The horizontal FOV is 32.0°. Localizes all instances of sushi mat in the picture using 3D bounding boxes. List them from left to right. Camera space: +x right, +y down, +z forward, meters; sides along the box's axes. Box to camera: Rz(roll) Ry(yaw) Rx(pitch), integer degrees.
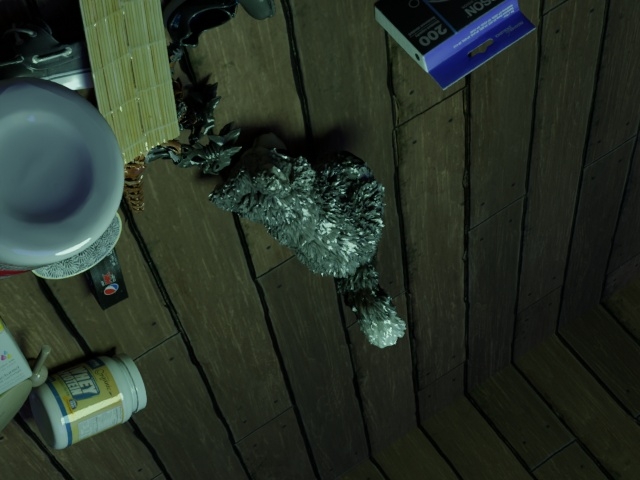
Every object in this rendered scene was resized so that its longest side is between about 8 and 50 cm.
[{"bbox_3d":[-0.275,-0.267,1.599,0.151,0.019,0.317,-34,130,-41],"label":"sushi mat"}]

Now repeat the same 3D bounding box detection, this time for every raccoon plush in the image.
[{"bbox_3d":[0.000,0.000,2.050,0.216,0.446,0.299,-40,167,30],"label":"raccoon plush"}]

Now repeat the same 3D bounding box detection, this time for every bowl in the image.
[{"bbox_3d":[-0.426,-0.022,1.863,0.170,0.080,0.170,-27,148,-19],"label":"bowl"}]

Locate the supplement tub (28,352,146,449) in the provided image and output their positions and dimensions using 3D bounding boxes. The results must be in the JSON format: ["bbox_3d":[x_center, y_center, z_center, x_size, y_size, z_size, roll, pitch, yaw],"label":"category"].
[{"bbox_3d":[-0.464,0.316,2.224,0.199,0.144,0.144,-21,146,-29],"label":"supplement tub"}]

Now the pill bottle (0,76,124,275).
[{"bbox_3d":[-0.434,-0.064,1.485,0.229,0.229,0.407,-19,-176,-31],"label":"pill bottle"}]

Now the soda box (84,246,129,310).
[{"bbox_3d":[-0.397,0.054,2.027,0.060,0.053,0.169,-28,148,-18],"label":"soda box"}]

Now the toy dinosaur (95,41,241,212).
[{"bbox_3d":[-0.264,-0.185,1.801,0.218,0.164,0.322,-2,154,-27],"label":"toy dinosaur"}]

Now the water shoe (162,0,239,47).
[{"bbox_3d":[-0.143,-0.369,1.697,0.203,0.080,0.073,-40,151,1],"label":"water shoe"}]

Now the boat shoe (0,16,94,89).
[{"bbox_3d":[-0.400,-0.258,1.545,0.301,0.108,0.102,-14,122,-36],"label":"boat shoe"}]

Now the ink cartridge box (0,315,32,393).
[{"bbox_3d":[-0.638,0.168,1.843,0.226,0.131,0.306,-30,151,-15],"label":"ink cartridge box"}]

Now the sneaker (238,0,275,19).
[{"bbox_3d":[-0.182,-0.414,1.554,0.146,0.122,0.330,-34,135,4],"label":"sneaker"}]

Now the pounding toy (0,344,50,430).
[{"bbox_3d":[-0.613,0.274,2.046,0.237,0.110,0.183,-49,173,-28],"label":"pounding toy"}]

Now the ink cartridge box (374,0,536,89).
[{"bbox_3d":[0.234,-0.393,1.954,0.206,0.208,0.045,-35,153,-7],"label":"ink cartridge box"}]
